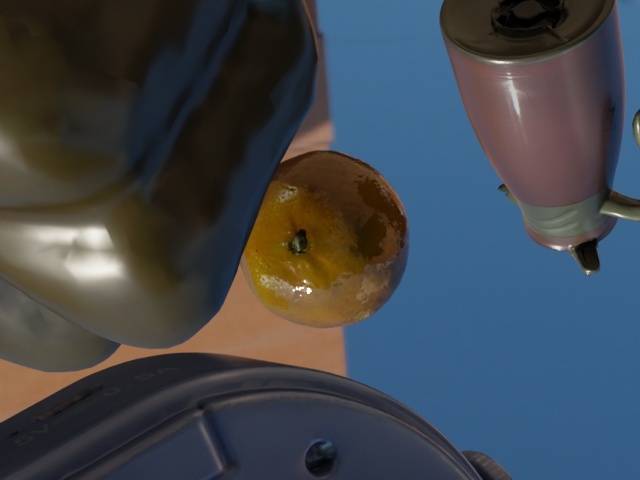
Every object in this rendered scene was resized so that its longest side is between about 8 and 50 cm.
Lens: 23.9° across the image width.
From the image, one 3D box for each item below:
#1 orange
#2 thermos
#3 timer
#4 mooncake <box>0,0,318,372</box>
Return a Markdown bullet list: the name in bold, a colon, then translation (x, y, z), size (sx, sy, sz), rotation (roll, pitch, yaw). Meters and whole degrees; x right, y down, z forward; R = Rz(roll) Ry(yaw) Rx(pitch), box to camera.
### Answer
- **orange**: translation (0.000, 0.000, 1.311), size (0.156, 0.156, 0.124), rotation (9, -169, 19)
- **thermos**: translation (0.213, -0.103, 1.319), size (0.176, 0.265, 0.146), rotation (16, -126, 34)
- **timer**: translation (-0.043, 0.240, 0.853), size (0.395, 0.395, 0.173), rotation (-25, -169, -25)
- **mooncake**: translation (-0.246, -0.116, 1.026), size (0.467, 0.467, 0.262), rotation (14, -117, 24)
